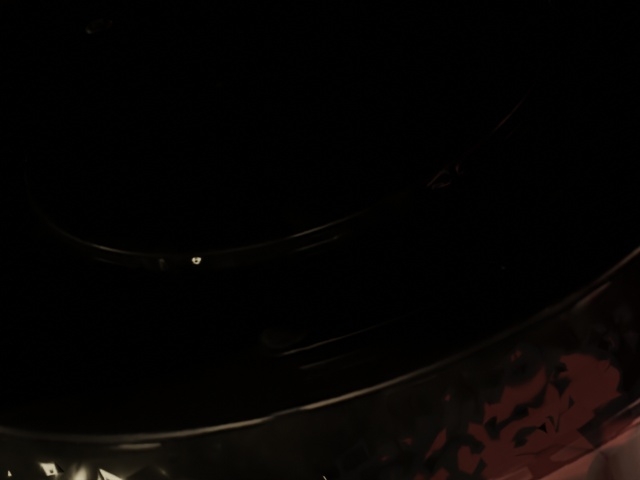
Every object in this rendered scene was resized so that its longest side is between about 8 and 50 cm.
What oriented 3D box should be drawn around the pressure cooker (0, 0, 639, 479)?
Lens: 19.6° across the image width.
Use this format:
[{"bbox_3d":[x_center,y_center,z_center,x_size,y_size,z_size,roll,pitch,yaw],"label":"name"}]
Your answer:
[{"bbox_3d":[0.051,0.107,0.717,0.375,0.370,0.420,-27,125,-11],"label":"pressure cooker"}]
